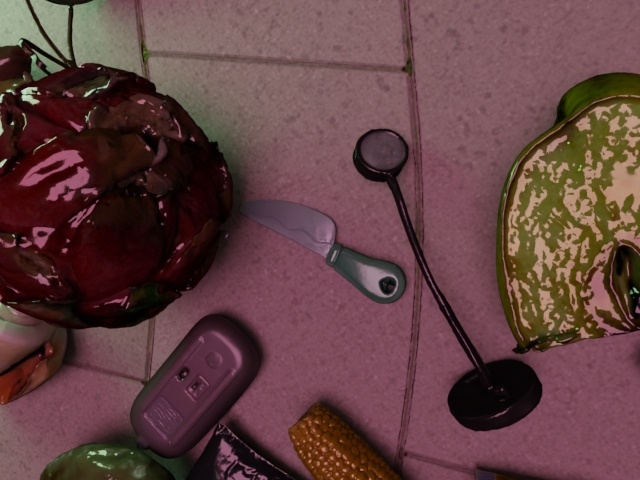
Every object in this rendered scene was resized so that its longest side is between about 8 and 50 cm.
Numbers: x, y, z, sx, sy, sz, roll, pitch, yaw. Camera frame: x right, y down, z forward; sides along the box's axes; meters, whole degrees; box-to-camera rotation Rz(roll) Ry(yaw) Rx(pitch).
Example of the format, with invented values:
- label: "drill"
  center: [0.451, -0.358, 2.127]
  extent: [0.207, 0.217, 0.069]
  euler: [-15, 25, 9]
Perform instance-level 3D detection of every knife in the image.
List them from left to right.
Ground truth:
- label: "knife"
  center: [0.001, -0.001, 0.671]
  extent: [0.260, 0.034, 0.063]
  euler: [32, 98, 15]

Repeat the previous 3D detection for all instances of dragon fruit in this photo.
- label: "dragon fruit"
  center: [-0.271, -0.043, 0.608]
  extent: [0.328, 0.329, 0.330]
  euler: [1, 94, 16]

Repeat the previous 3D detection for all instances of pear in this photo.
- label: "pear"
  center: [0.286, -0.029, 0.522]
  extent: [0.238, 0.164, 0.256]
  euler: [-22, 82, 27]

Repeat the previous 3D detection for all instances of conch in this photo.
- label: "conch"
  center: [-0.486, 0.157, 0.793]
  extent: [0.158, 0.127, 0.255]
  euler: [36, 129, -18]

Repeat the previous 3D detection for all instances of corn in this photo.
- label: "corn"
  center: [0.063, 0.325, 0.640]
  extent: [0.260, 0.091, 0.091]
  euler: [48, 145, 9]

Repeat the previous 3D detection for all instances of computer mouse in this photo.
- label: "computer mouse"
  center: [-0.182, 0.211, 0.722]
  extent: [0.120, 0.057, 0.232]
  euler: [41, 101, 10]

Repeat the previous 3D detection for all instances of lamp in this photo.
- label: "lamp"
  center: [0.126, 0.045, 0.618]
  extent: [0.130, 0.108, 0.371]
  euler: [-29, 75, -14]

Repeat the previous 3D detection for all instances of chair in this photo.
- label: "chair"
  center: [-0.347, -0.378, 0.687]
  extent: [0.170, 0.159, 0.326]
  euler: [-38, 79, 16]

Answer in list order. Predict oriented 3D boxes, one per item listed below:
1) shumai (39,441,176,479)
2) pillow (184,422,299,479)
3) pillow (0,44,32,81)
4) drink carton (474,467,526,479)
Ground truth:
- label: "shumai"
  center: [-0.330, 0.504, 0.636]
  extent: [0.323, 0.323, 0.398]
  euler: [-6, 98, 26]
- label: "pillow"
  center: [-0.093, 0.368, 0.706]
  extent: [0.208, 0.055, 0.141]
  euler: [32, 100, 9]
- label: "pillow"
  center: [-0.597, -0.168, 0.793]
  extent: [0.305, 0.108, 0.308]
  euler: [13, 98, 16]
- label: "drink carton"
  center: [0.281, 0.331, 0.585]
  extent: [0.199, 0.074, 0.084]
  euler: [6, 96, 15]
